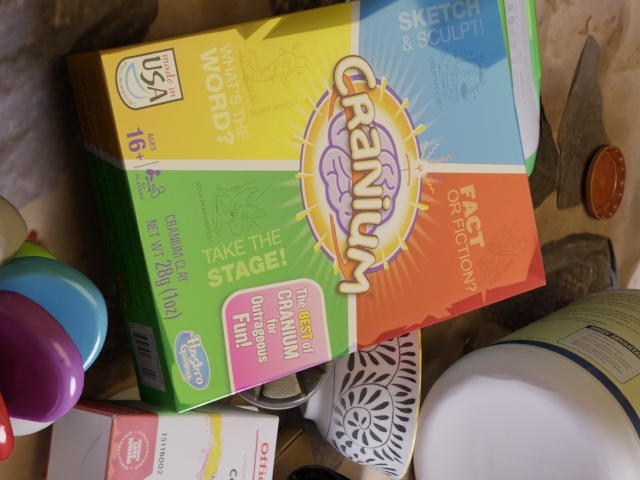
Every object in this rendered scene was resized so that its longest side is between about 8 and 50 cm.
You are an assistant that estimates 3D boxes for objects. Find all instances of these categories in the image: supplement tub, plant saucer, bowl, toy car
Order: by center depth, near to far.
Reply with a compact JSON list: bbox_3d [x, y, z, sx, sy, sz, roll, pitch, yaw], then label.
[{"bbox_3d":[-0.198,0.067,0.783,0.182,0.136,0.159,-39,126,-41],"label":"toy car"},{"bbox_3d":[0.026,0.107,1.102,0.080,0.170,0.170,3,98,-8],"label":"bowl"},{"bbox_3d":[0.269,0.179,1.324,0.324,0.235,0.235,-18,112,-48],"label":"supplement tub"},{"bbox_3d":[0.313,-0.064,1.507,0.083,0.013,0.084,-16,110,-50],"label":"plant saucer"}]

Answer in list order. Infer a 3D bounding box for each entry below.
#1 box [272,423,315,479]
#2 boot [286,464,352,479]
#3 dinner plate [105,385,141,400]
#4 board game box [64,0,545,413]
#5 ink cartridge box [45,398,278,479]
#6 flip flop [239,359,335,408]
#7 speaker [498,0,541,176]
[{"bbox_3d":[-0.062,0.270,1.095,0.201,0.021,0.164,-41,130,-41],"label":"box"},{"bbox_3d":[0.014,0.311,1.108,0.207,0.094,0.247,25,73,-58],"label":"boot"},{"bbox_3d":[-0.134,0.175,0.990,0.141,0.017,0.141,-18,112,-50],"label":"dinner plate"},{"bbox_3d":[0.001,-0.043,0.961,0.316,0.064,0.242,-17,101,-29],"label":"board game box"},{"bbox_3d":[-0.096,0.173,0.962,0.198,0.067,0.115,8,88,-49],"label":"ink cartridge box"},{"bbox_3d":[0.000,0.000,1.064,0.080,0.112,0.277,114,-4,-77],"label":"flip flop"},{"bbox_3d":[0.108,-0.191,1.123,0.131,0.131,0.297,-34,124,-43],"label":"speaker"}]
